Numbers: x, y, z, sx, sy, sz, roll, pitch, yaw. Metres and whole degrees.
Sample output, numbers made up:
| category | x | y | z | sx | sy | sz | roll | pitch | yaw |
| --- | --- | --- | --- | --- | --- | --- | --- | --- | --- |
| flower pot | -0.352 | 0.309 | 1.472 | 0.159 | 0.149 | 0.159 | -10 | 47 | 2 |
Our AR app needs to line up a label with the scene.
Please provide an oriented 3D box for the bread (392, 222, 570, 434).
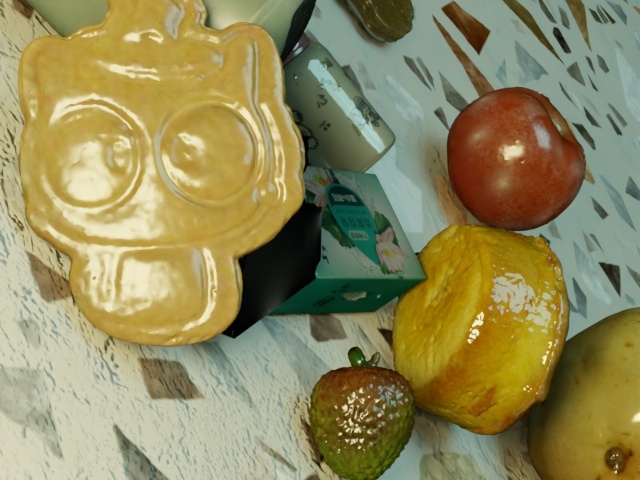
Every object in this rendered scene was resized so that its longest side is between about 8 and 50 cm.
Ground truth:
| category | x | y | z | sx | sy | sz | roll | pitch | yaw |
| --- | --- | --- | --- | --- | --- | --- | --- | --- | --- |
| bread | 0.187 | 0.098 | 1.764 | 0.145 | 0.268 | 0.268 | 22 | 40 | -22 |

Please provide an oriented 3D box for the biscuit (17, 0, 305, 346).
| category | x | y | z | sx | sy | sz | roll | pitch | yaw |
| --- | --- | --- | --- | --- | --- | --- | --- | --- | --- |
| biscuit | -0.148 | -0.089 | 1.404 | 0.051 | 0.269 | 0.376 | 126 | -39 | -79 |

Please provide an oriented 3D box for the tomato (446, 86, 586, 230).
| category | x | y | z | sx | sy | sz | roll | pitch | yaw |
| --- | --- | --- | --- | --- | --- | --- | --- | --- | --- |
| tomato | 0.276 | -0.115 | 2.177 | 0.208 | 0.184 | 0.208 | 43 | 23 | -24 |

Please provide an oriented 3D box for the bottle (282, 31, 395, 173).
| category | x | y | z | sx | sy | sz | roll | pitch | yaw |
| --- | --- | --- | --- | --- | --- | --- | --- | --- | --- |
| bottle | -0.016 | -0.183 | 1.871 | 0.233 | 0.110 | 0.110 | 51 | 28 | -10 |

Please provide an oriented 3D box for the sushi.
| category | x | y | z | sx | sy | sz | roll | pitch | yaw |
| --- | --- | --- | --- | --- | --- | --- | --- | --- | --- |
| sushi | -0.102 | -0.029 | 1.522 | 0.153 | 0.150 | 0.172 | -35 | 135 | -47 |

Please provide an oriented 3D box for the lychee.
| category | x | y | z | sx | sy | sz | roll | pitch | yaw |
| --- | --- | --- | --- | --- | --- | --- | --- | --- | --- |
| lychee | 0.044 | 0.181 | 1.573 | 0.114 | 0.114 | 0.146 | 30 | 57 | -40 |

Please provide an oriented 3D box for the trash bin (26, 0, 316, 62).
| category | x | y | z | sx | sy | sz | roll | pitch | yaw |
| --- | --- | --- | --- | --- | --- | --- | --- | --- | --- |
| trash bin | -0.203 | -0.327 | 1.568 | 0.432 | 0.280 | 0.280 | 43 | 30 | -16 |

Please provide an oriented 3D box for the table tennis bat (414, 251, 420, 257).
| category | x | y | z | sx | sy | sz | roll | pitch | yaw |
| --- | --- | --- | --- | --- | --- | --- | --- | --- | --- |
| table tennis bat | 0.139 | 0.065 | 1.945 | 0.220 | 0.019 | 0.130 | 34 | 35 | -37 |

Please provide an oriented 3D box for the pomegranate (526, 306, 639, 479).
| category | x | y | z | sx | sy | sz | roll | pitch | yaw |
| --- | --- | --- | --- | --- | --- | --- | --- | --- | --- |
| pomegranate | 0.408 | 0.230 | 1.913 | 0.319 | 0.319 | 0.319 | 38 | 32 | -30 |

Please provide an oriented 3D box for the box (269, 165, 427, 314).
| category | x | y | z | sx | sy | sz | roll | pitch | yaw |
| --- | --- | --- | --- | --- | --- | --- | --- | --- | --- |
| box | 0.000 | 0.000 | 1.718 | 0.245 | 0.092 | 0.153 | 2 | 58 | -57 |

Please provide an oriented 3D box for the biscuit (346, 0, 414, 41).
| category | x | y | z | sx | sy | sz | roll | pitch | yaw |
| --- | --- | --- | --- | --- | --- | --- | --- | --- | --- |
| biscuit | 0.065 | -0.397 | 2.296 | 0.208 | 0.049 | 0.181 | 50 | 28 | -10 |
